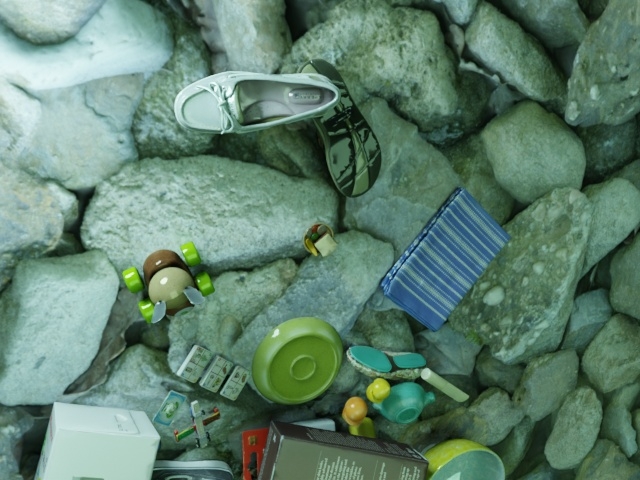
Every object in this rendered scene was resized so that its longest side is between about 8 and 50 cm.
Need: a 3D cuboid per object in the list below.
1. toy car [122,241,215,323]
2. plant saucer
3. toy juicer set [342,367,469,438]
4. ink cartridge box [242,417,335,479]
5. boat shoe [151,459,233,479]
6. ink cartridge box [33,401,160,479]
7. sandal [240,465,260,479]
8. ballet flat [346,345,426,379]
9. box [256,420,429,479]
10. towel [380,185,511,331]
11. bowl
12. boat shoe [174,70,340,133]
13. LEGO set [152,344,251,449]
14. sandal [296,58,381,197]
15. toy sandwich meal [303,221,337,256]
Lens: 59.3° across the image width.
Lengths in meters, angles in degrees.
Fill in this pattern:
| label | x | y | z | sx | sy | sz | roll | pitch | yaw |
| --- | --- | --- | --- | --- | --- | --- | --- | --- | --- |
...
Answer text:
| label | x | y | z | sx | sy | sz | roll | pitch | yaw |
| --- | --- | --- | --- | --- | --- | --- | --- | --- | --- |
| toy car | -0.289 | 0.107 | 1.114 | 0.155 | 0.188 | 0.149 | -26 | 115 | -13 |
| plant saucer | -0.047 | 0.304 | 1.373 | 0.240 | 0.037 | 0.241 | -8 | 110 | -22 |
| toy juicer set | 0.201 | 0.401 | 1.455 | 0.329 | 0.089 | 0.209 | -27 | 127 | 3 |
| ink cartridge box | -0.073 | 0.559 | 1.408 | 0.232 | 0.066 | 0.189 | -2 | 89 | -26 |
| boat shoe | -0.344 | 0.584 | 1.302 | 0.301 | 0.102 | 0.108 | 8 | 104 | -25 |
| ink cartridge box | -0.463 | 0.489 | 1.127 | 0.197 | 0.198 | 0.270 | 15 | 83 | -26 |
| sandal | -0.117 | 0.648 | 1.450 | 0.219 | 0.060 | 0.090 | 34 | 78 | -14 |
| ballet flat | 0.166 | 0.328 | 1.451 | 0.240 | 0.091 | 0.077 | 12 | 124 | -23 |
| box | 0.048 | 0.573 | 1.351 | 0.381 | 0.143 | 0.191 | 16 | 85 | -16 |
| towel | 0.330 | 0.058 | 1.450 | 0.243 | 0.040 | 0.336 | 38 | 90 | -30 |
| bowl | 0.361 | 0.675 | 1.606 | 0.289 | 0.156 | 0.290 | -8 | 110 | -21 |
| boat shoe | -0.122 | -0.268 | 1.083 | 0.320 | 0.103 | 0.118 | -4 | 105 | -5 |
| LEGO set | -0.290 | 0.371 | 1.278 | 0.182 | 0.060 | 0.244 | 39 | 76 | -41 |
| sandal | 0.040 | -0.240 | 1.205 | 0.120 | 0.086 | 0.303 | -24 | 101 | -8 |
| toy sandwich meal | 0.000 | 0.000 | 1.293 | 0.085 | 0.029 | 0.086 | -8 | 110 | -21 |
